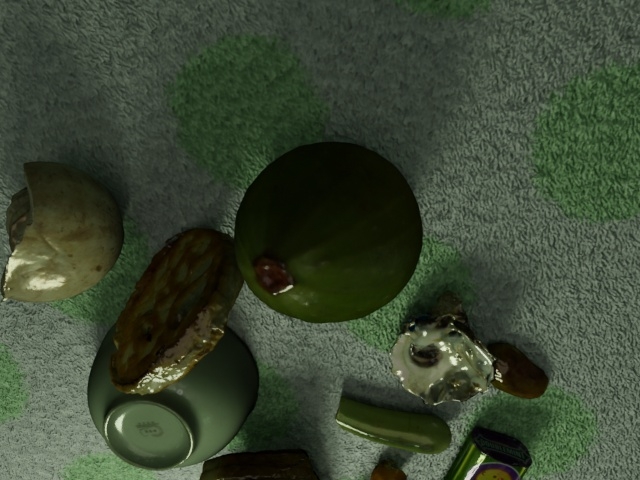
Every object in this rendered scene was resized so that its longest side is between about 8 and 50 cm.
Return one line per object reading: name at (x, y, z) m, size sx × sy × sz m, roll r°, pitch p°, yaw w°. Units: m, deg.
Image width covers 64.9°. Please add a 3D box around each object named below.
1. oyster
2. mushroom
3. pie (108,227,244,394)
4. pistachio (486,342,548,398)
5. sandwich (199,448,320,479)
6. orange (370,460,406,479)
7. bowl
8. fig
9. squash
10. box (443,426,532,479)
oyster at (0.232, 0.224, 0.984) m, size 0.223 × 0.083 × 0.214 m, roll -31°, pitch 100°, yaw 34°
mushroom at (-0.455, -0.013, 0.898) m, size 0.189 × 0.195 × 0.253 m, roll 14°, pitch 111°, yaw -38°
pie at (-0.240, 0.113, 0.862) m, size 0.315 × 0.315 × 0.092 m, roll -39°, pitch 124°, yaw 18°
pistachio at (0.390, 0.274, 1.008) m, size 0.173 × 0.049 × 0.089 m, roll 39°, pitch 111°, yaw -11°
sandwich at (-0.120, 0.546, 1.088) m, size 0.249 × 0.095 × 0.273 m, roll -6°, pitch 137°, yaw 7°
orange at (0.146, 0.529, 1.122) m, size 0.086 × 0.086 × 0.062 m, roll -40°, pitch 82°, yaw 18°
bowl at (-0.312, 0.326, 1.010) m, size 0.354 × 0.185 × 0.353 m, roll 2°, pitch 113°, yaw 4°
fig at (0.000, 0.000, 0.778) m, size 0.316 × 0.316 × 0.316 m, roll 2°, pitch 113°, yaw 4°
squash at (0.153, 0.392, 1.064) m, size 0.250 × 0.083 × 0.083 m, roll 13°, pitch 113°, yaw 2°
box at (0.327, 0.580, 1.115) m, size 0.134 × 0.097 × 0.345 m, roll 18°, pitch 113°, yaw -4°
